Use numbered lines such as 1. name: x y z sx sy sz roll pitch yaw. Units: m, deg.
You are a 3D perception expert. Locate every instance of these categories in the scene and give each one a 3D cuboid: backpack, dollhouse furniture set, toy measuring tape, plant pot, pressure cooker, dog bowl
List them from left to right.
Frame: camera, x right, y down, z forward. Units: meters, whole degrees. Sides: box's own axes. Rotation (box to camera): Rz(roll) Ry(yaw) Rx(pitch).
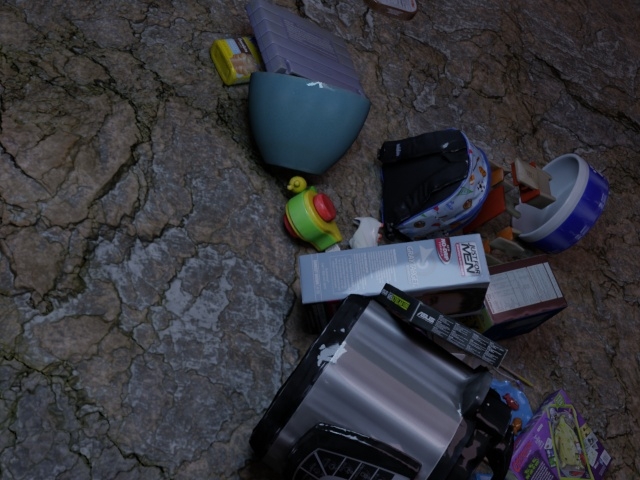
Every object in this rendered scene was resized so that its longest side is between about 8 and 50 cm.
1. plant pot: -0.044 -0.261 1.718 0.290 0.290 0.195 12 94 -23
2. toy measuring tape: 0.000 0.000 1.662 0.121 0.121 0.330 -17 78 -35
3. pressure cooker: 0.131 0.342 1.337 0.420 0.370 0.375 35 81 4
4. backpack: 0.290 -0.137 1.808 0.213 0.263 0.276 22 53 -37
5. dollhouse furniture set: 0.458 -0.101 1.883 0.135 0.259 0.262 21 53 -28
6. dog bowl: 0.644 -0.098 1.979 0.104 0.265 0.265 32 52 -13

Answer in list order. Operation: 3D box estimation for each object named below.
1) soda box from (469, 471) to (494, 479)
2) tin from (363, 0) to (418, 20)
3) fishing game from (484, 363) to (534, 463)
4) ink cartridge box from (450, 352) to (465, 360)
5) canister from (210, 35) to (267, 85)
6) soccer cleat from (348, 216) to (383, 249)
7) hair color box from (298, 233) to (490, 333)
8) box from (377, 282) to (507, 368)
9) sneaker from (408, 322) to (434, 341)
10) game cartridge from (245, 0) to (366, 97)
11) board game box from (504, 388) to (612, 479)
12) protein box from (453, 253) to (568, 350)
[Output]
1. soda box: 0.339 0.600 1.525 0.067 0.071 0.210 16 56 -23
2. tin: 0.218 -0.742 2.266 0.190 0.040 0.106 7 64 -26
3. fishing game: 0.430 0.408 1.710 0.189 0.041 0.264 37 52 -2
4. ink cartridge box: 0.228 0.306 1.600 0.198 0.115 0.067 3 41 -27
5. canister: -0.179 -0.460 1.857 0.170 0.073 0.126 -18 73 -34
6. soccer cleat: 0.101 0.030 1.737 0.076 0.068 0.196 10 58 -1
7. hair color box: 0.152 0.096 1.540 0.374 0.185 0.113 -7 63 2
8. box: 0.213 0.149 1.314 0.191 0.184 0.045 29 87 -14
9. sneaker: 0.206 0.166 1.705 0.124 0.107 0.283 18 58 -37
10. game cartridge: -0.032 -0.475 1.889 0.355 0.068 0.230 9 52 -50
11. board game box: 0.536 0.507 1.662 0.347 0.056 0.208 -27 84 -49
12. protein box: 0.428 0.149 1.730 0.201 0.200 0.136 -11 68 -18
